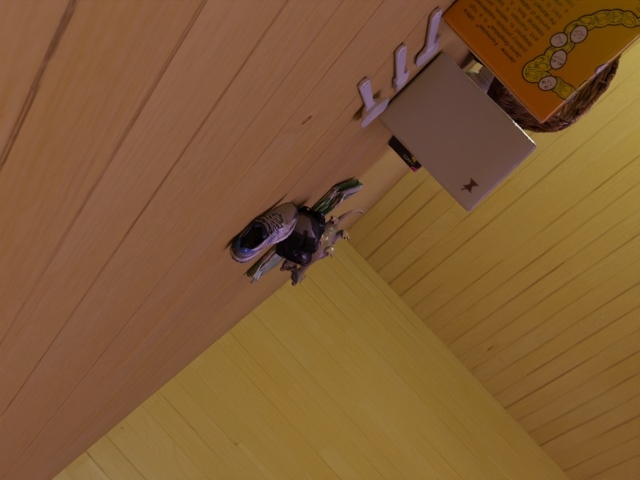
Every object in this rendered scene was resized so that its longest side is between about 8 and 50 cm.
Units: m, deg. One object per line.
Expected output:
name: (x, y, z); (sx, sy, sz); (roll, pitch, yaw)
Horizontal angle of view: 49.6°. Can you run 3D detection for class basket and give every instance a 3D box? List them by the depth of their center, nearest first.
basket: (0.522, -0.388, 1.535); (0.223, 0.213, 0.299); (93, 22, -86)

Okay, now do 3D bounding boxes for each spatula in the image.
spatula: (0.109, -0.230, 0.954); (0.168, 0.019, 0.242); (-42, 177, 6)

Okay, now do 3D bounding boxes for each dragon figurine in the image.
dragon figurine: (0.000, 0.000, 1.901); (0.144, 0.085, 0.289); (-23, -156, 50)

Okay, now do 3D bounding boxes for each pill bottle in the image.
pill bottle: (0.385, -0.358, 1.805); (0.215, 0.117, 0.117); (-44, 177, 29)

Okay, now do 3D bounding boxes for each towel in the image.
towel: (-0.034, -0.028, 1.725); (0.325, 0.038, 0.248); (-44, 178, 18)

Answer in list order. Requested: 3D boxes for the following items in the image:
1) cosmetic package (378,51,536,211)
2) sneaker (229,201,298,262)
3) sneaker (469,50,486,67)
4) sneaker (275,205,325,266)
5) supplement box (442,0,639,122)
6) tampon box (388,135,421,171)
cosmetic package: (0.270, -0.209, 1.362); (0.161, 0.230, 0.453); (-44, 178, 15)
sneaker: (-0.086, -0.016, 1.112); (0.135, 0.052, 0.058); (-42, 173, -18)
sneaker: (0.360, -0.399, 1.426); (0.081, 0.080, 0.211); (-57, 180, 15)
sneaker: (-0.041, -0.027, 1.381); (0.267, 0.101, 0.106); (120, -5, -77)
supplement box: (0.366, -0.352, 0.897); (0.356, 0.195, 0.194); (-44, 177, 27)
tampon box: (0.263, -0.263, 1.672); (0.161, 0.101, 0.120); (-42, 177, -10)
